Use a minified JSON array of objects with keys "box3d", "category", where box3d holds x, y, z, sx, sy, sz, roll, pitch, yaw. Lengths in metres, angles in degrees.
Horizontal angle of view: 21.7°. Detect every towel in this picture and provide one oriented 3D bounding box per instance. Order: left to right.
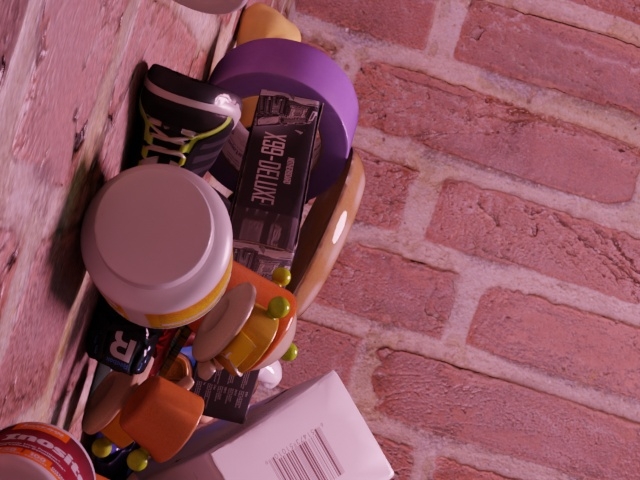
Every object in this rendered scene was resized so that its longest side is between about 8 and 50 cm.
[{"box3d":[-0.208,0.177,1.983,0.237,0.021,0.102,-59,-177,-3],"category":"towel"}]

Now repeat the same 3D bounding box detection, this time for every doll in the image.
[{"box3d":[-0.230,0.236,1.877,0.129,0.046,0.189,-54,161,-33],"category":"doll"}]

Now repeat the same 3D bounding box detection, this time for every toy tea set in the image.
[{"box3d":[-0.128,0.165,1.598,0.336,0.124,0.200,-47,-161,14],"category":"toy tea set"}]

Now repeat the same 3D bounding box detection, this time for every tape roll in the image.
[{"box3d":[-0.053,-0.140,1.979,0.080,0.189,0.189,-73,-179,-50],"category":"tape roll"}]

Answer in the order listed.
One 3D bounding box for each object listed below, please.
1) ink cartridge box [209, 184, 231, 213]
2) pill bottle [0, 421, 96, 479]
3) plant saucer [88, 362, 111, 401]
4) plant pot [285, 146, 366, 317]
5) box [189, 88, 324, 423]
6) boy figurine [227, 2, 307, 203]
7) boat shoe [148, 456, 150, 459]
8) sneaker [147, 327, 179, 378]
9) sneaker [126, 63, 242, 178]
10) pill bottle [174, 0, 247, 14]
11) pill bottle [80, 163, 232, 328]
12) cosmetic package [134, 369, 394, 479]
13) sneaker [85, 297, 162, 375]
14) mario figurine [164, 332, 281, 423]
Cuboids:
[{"box3d":[-0.197,0.050,2.130,0.232,0.066,0.189,-51,176,-12],"category":"ink cartridge box"},{"box3d":[-0.191,0.164,1.071,0.152,0.086,0.086,-88,-164,-85],"category":"pill bottle"},{"box3d":[-0.210,0.084,1.753,0.067,0.018,0.192,-75,-177,-73],"category":"plant saucer"},{"box3d":[0.000,0.000,2.007,0.236,0.032,0.236,-63,-172,16],"category":"plant pot"},{"box3d":[-0.077,0.020,1.898,0.242,0.076,0.307,-81,-174,-45],"category":"box"},{"box3d":[-0.077,-0.173,2.173,0.177,0.092,0.285,-29,-127,43],"category":"boy figurine"},{"box3d":[-0.254,0.278,2.285,0.170,0.059,0.063,-79,-173,-84],"category":"boat shoe"},{"box3d":[-0.179,0.094,1.853,0.221,0.087,0.128,106,0,-71],"category":"sneaker"},{"box3d":[-0.121,-0.077,1.429,0.235,0.084,0.097,108,2,-79],"category":"sneaker"},{"box3d":[-0.070,-0.242,1.217,0.078,0.078,0.137,109,-2,-66],"category":"pill bottle"},{"box3d":[-0.127,0.004,1.310,0.208,0.117,0.118,107,0,-81],"category":"pill bottle"},{"box3d":[-0.108,0.309,2.084,0.217,0.156,0.385,-30,-178,-34],"category":"cosmetic package"},{"box3d":[-0.160,0.059,1.526,0.217,0.079,0.121,125,-16,-65],"category":"sneaker"},{"box3d":[-0.157,0.200,2.222,0.320,0.198,0.170,176,-64,-83],"category":"mario figurine"}]
